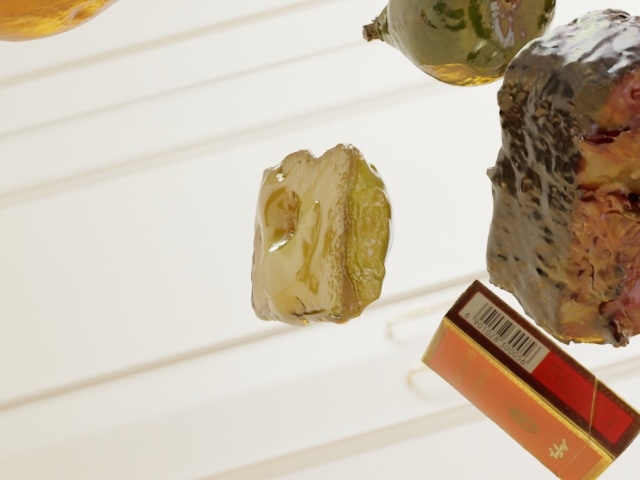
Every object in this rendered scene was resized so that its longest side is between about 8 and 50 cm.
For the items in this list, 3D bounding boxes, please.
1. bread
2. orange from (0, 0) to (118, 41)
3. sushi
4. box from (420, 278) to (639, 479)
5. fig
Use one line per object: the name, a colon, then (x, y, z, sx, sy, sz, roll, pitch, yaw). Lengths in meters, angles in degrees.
bread: (0.000, 0.000, 1.551, 0.233, 0.088, 0.160, -1, 77, 63)
orange: (-0.273, -0.332, 1.509, 0.312, 0.312, 0.312, 165, 90, -86)
sushi: (0.272, -0.066, 1.579, 0.182, 0.196, 0.343, 33, 137, 31)
box: (0.230, 0.163, 1.864, 0.240, 0.074, 0.153, 40, 155, 10)
fig: (0.155, -0.281, 2.030, 0.245, 0.195, 0.195, 3, 113, 45)
